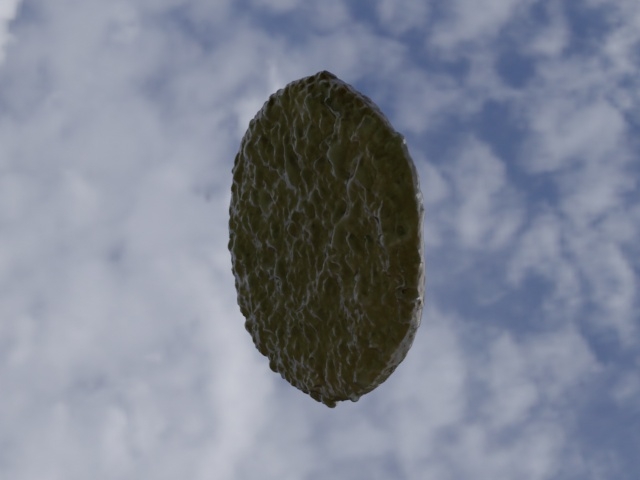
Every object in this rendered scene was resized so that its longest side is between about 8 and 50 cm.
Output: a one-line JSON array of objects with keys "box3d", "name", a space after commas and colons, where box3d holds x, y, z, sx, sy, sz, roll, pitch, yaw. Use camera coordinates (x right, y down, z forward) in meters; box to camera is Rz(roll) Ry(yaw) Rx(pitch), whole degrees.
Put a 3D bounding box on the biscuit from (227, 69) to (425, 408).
[{"box3d": [0.000, 0.000, 0.617, 0.120, 0.015, 0.120, 11, -76, 54], "name": "biscuit"}]
